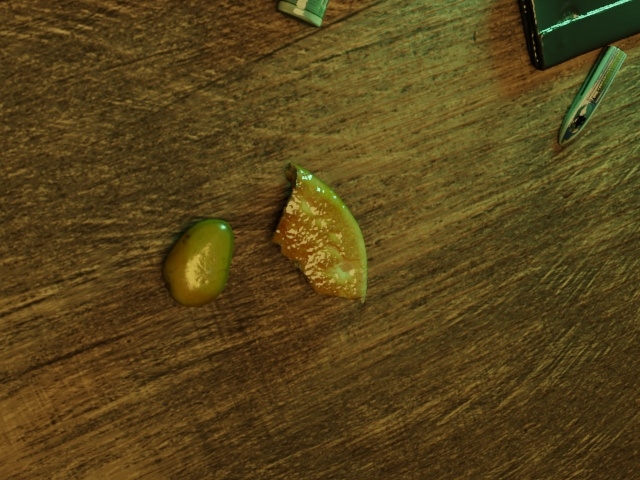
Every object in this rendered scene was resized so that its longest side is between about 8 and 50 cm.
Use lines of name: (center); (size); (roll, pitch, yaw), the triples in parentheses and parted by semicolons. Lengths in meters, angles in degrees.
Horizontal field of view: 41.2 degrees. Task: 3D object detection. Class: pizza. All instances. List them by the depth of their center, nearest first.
pizza: (0.000, 0.000, 1.855); (0.182, 0.074, 0.365); (-37, 113, -9)

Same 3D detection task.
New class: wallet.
wallet: (0.647, -0.557, 1.946); (0.406, 0.062, 0.228); (-22, 110, -13)

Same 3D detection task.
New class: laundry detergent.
laundry detergent: (-0.005, -0.550, 1.709); (0.099, 0.070, 0.226); (19, 98, -22)

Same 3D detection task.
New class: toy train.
toy train: (0.638, -0.336, 2.010); (0.055, 0.048, 0.252); (26, 94, -21)

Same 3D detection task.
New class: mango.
mango: (-0.247, 0.045, 1.768); (0.137, 0.098, 0.195); (34, 83, -21)
